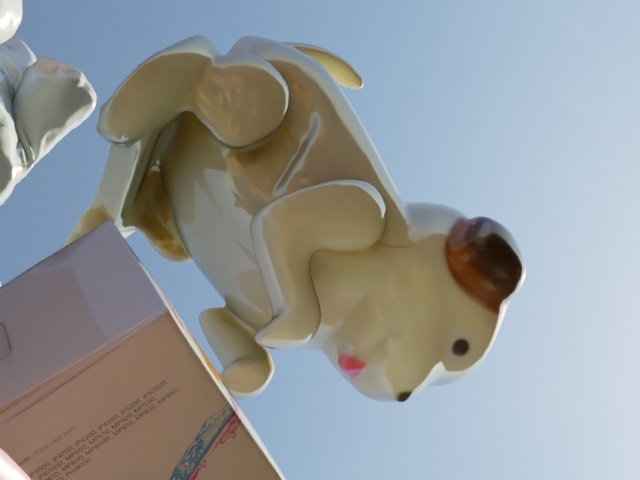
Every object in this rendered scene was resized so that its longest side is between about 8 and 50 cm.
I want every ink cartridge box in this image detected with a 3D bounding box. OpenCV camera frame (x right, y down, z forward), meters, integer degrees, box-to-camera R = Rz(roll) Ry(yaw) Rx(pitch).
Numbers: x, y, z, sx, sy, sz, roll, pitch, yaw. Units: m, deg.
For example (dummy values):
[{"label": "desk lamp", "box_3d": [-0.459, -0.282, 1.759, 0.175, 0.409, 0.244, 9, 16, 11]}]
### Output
[{"label": "ink cartridge box", "box_3d": [-0.110, 0.106, 0.542, 0.127, 0.128, 0.176, -34, -58, -9]}]

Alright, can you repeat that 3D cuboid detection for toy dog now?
[{"label": "toy dog", "box_3d": [0.000, 0.000, 1.035, 0.395, 0.408, 0.284, -45, -8, -50]}]

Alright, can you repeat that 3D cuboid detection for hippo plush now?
[{"label": "hippo plush", "box_3d": [-0.377, -0.151, 0.949, 0.236, 0.234, 0.294, 79, -154, -52]}]

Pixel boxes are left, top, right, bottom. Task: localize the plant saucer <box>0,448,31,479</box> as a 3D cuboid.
[{"label": "plant saucer", "box_3d": [-0.162, 0.195, 0.222, 0.332, 0.084, 0.332, 3, -90, -73]}]
